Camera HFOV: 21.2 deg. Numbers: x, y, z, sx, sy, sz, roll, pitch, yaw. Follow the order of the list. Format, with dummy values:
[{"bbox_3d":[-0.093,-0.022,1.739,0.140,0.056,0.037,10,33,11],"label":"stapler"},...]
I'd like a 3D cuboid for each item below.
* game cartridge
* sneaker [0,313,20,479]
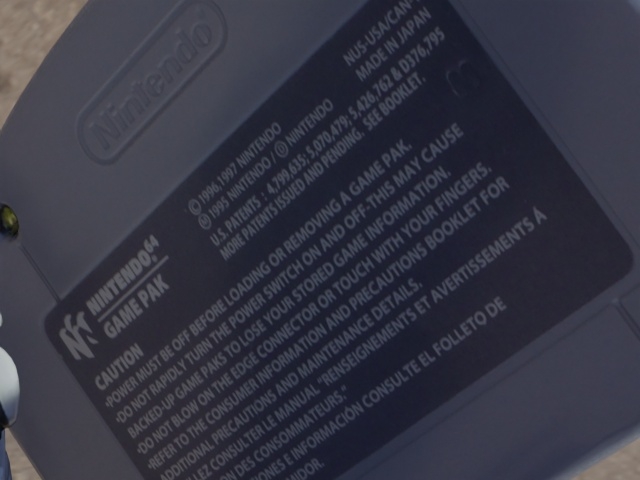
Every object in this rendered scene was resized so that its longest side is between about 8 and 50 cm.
[{"bbox_3d":[0.000,0.000,0.509,0.196,0.294,0.060,53,40,3],"label":"game cartridge"},{"bbox_3d":[-0.130,0.081,0.456,0.110,0.118,0.292,-29,140,-28],"label":"sneaker"}]
